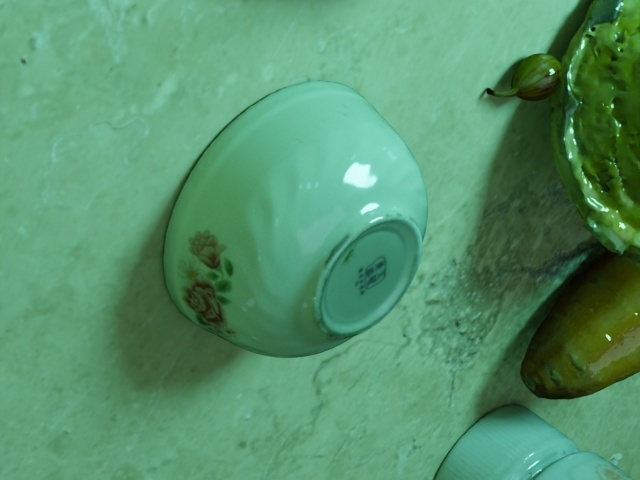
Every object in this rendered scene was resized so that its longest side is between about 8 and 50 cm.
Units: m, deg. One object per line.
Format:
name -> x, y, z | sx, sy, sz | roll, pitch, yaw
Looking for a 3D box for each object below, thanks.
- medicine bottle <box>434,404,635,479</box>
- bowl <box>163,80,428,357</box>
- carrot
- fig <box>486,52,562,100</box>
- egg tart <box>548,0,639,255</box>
medicine bottle -> 0.325, 0.379, 2.130 | 0.211, 0.371, 0.211 | -28, 137, -30
bowl -> 0.000, 0.000, 1.641 | 0.277, 0.145, 0.277 | -27, 136, -29
carrot -> 0.345, 0.120, 2.124 | 0.225, 0.159, 0.159 | -38, 142, -17
fig -> 0.214, -0.166, 1.828 | 0.083, 0.050, 0.050 | -23, 136, -17
egg tart -> 0.403, -0.141, 1.881 | 0.341, 0.132, 0.341 | -3, 96, -23
